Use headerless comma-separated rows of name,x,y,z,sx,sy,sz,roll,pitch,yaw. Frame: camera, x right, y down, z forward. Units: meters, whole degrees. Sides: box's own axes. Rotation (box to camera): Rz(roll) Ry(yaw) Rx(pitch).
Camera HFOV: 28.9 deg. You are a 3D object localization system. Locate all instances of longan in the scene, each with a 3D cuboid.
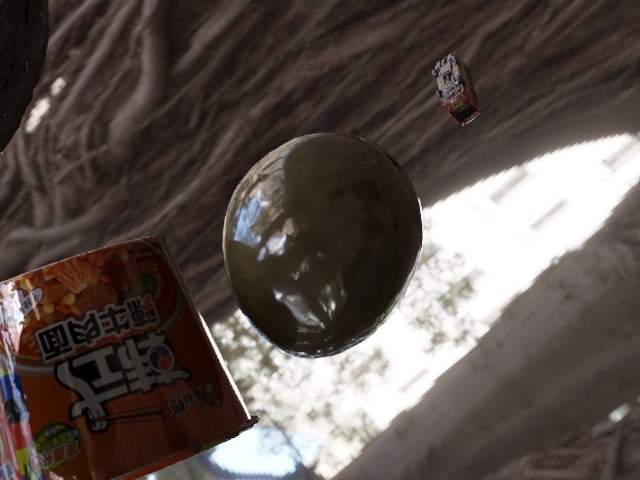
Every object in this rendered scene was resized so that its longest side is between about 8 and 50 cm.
longan,0.000,0.000,1.130,0.198,0.198,0.212,37,-120,-34

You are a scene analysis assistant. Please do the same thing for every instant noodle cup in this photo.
instant noodle cup,-0.201,0.115,1.123,0.192,0.250,0.250,71,-162,2

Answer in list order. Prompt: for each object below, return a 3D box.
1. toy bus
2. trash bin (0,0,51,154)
toy bus,0.142,-0.159,1.288,0.043,0.031,0.110,47,-159,-24
trash bin,-0.232,-0.043,0.412,0.217,0.262,0.277,32,-122,-16
